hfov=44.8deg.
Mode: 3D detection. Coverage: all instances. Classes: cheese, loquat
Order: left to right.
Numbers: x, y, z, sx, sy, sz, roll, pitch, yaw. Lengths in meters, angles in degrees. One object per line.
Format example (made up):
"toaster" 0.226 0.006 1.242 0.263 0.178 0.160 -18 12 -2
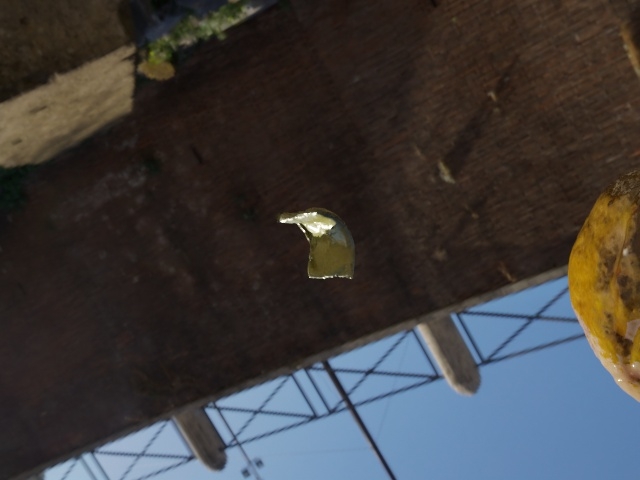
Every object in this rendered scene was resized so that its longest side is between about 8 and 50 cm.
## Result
"cheese" 0.001 0.000 0.766 0.060 0.084 0.041 -12 -159 40
"loquat" 0.193 0.022 0.411 0.113 0.137 0.137 -4 -166 10
